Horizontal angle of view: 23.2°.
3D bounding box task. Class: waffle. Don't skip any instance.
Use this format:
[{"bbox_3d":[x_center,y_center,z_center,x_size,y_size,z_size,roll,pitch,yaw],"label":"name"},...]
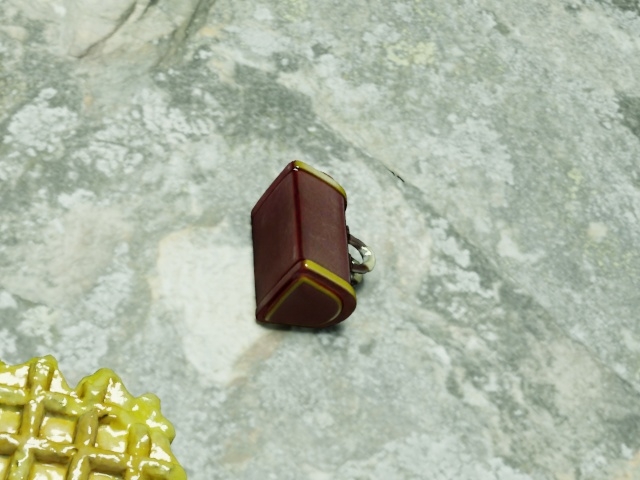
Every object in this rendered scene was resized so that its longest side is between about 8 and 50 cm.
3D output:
[{"bbox_3d":[-0.203,0.202,1.098,0.280,0.060,0.262,-26,60,-35],"label":"waffle"}]

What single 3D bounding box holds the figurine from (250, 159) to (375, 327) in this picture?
[{"bbox_3d":[0.000,0.000,1.323,0.098,0.082,0.154,17,46,-22],"label":"figurine"}]
